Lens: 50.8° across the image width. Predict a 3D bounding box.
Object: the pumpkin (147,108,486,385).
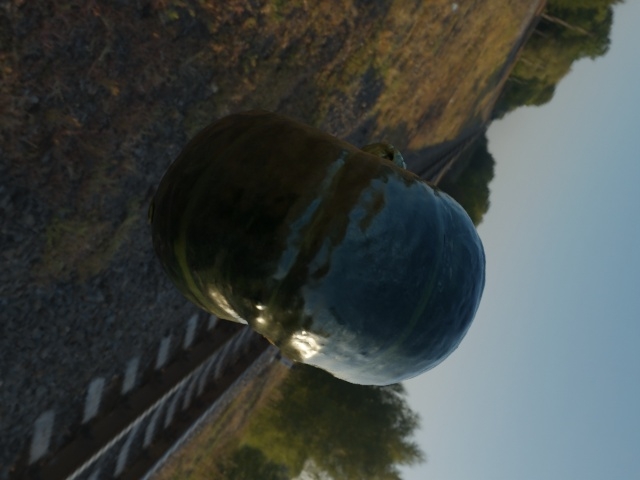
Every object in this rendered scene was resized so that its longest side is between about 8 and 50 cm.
[{"bbox_3d":[0.000,0.000,0.609,0.300,0.300,0.207,6,109,-83],"label":"pumpkin"}]
